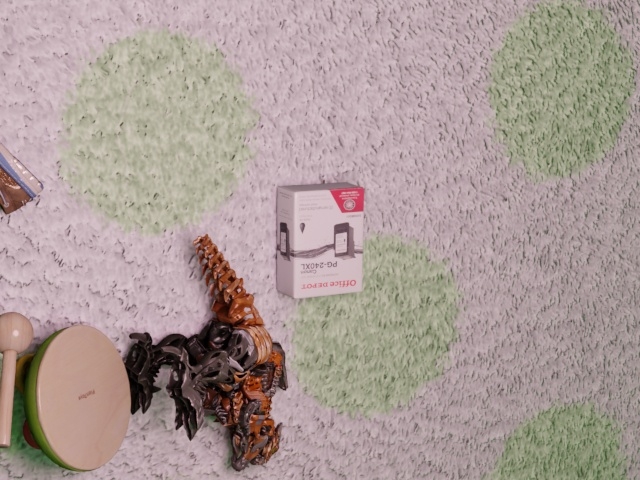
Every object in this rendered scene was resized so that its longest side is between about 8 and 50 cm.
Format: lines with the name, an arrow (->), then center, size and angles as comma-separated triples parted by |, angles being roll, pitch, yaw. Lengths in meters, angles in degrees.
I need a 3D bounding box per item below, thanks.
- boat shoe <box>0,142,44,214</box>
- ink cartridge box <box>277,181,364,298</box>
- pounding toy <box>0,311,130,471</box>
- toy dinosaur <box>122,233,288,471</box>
boat shoe -> -0.416, -0.103, 1.631 | 0.066, 0.066, 0.183 | -47, 116, -10
ink cartridge box -> 0.000, 0.000, 1.862 | 0.109, 0.063, 0.150 | -5, 102, -26
pounding toy -> -0.350, 0.195, 1.692 | 0.237, 0.110, 0.183 | 30, 57, -55
toy dinosaur -> -0.140, 0.158, 1.803 | 0.218, 0.164, 0.322 | -21, 91, -37
